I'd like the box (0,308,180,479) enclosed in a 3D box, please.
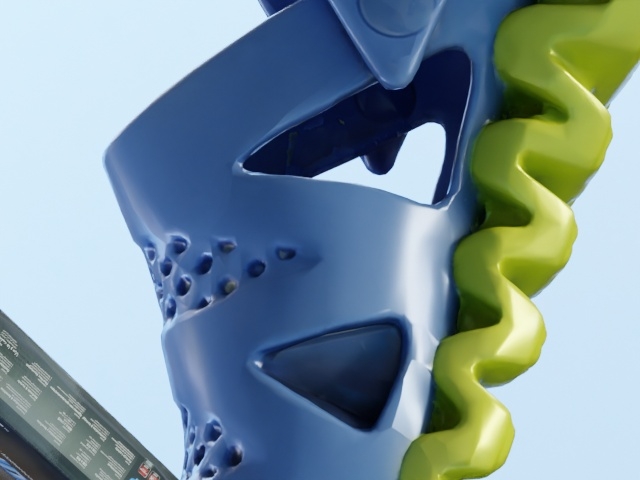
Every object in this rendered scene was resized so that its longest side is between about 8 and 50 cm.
[{"bbox_3d":[-0.205,0.105,1.042,0.175,0.220,0.051,3,-128,50],"label":"box"}]

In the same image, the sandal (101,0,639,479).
[{"bbox_3d":[0.000,0.000,0.464,0.138,0.126,0.317,20,-108,0],"label":"sandal"}]
